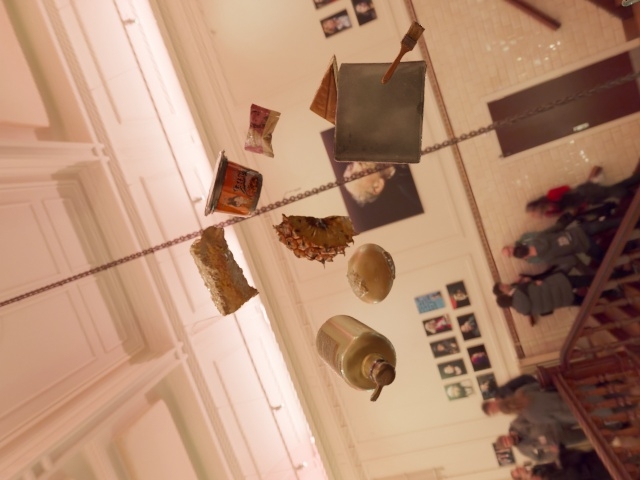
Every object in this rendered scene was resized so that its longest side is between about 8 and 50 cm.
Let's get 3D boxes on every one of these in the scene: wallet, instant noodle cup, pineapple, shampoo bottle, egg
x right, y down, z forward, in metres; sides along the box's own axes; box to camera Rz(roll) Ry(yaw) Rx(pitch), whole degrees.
[{"bbox_3d":[0.167,-0.363,1.257,0.054,0.251,0.290,4,-92,-79],"label":"wallet"},{"bbox_3d":[-0.225,-0.133,1.178,0.208,0.125,0.178,136,145,-60],"label":"instant noodle cup"},{"bbox_3d":[0.000,0.001,1.159,0.233,0.079,0.135,-2,-116,-28],"label":"pineapple"},{"bbox_3d":[0.052,0.152,0.592,0.079,0.079,0.162,69,164,-9],"label":"shampoo bottle"},{"bbox_3d":[0.168,0.109,1.468,0.164,0.164,0.201,24,-116,-71],"label":"egg"}]

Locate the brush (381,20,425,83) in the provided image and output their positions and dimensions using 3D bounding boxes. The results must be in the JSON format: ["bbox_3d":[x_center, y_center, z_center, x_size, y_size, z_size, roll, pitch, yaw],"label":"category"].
[{"bbox_3d":[0.213,-0.491,1.175,0.043,0.170,0.014,22,-158,-28],"label":"brush"}]

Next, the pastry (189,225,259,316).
[{"bbox_3d":[-0.261,0.080,1.155,0.121,0.089,0.258,-53,-50,-40],"label":"pastry"}]

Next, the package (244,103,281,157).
[{"bbox_3d":[-0.101,-0.187,0.767,0.029,0.059,0.083,-43,-31,-62],"label":"package"}]

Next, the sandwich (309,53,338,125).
[{"bbox_3d":[0.061,-0.501,1.509,0.144,0.187,0.117,23,-140,-12],"label":"sandwich"}]

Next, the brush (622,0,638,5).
[{"bbox_3d":[0.846,-0.649,1.114,0.193,0.032,0.043,-4,73,66],"label":"brush"}]
